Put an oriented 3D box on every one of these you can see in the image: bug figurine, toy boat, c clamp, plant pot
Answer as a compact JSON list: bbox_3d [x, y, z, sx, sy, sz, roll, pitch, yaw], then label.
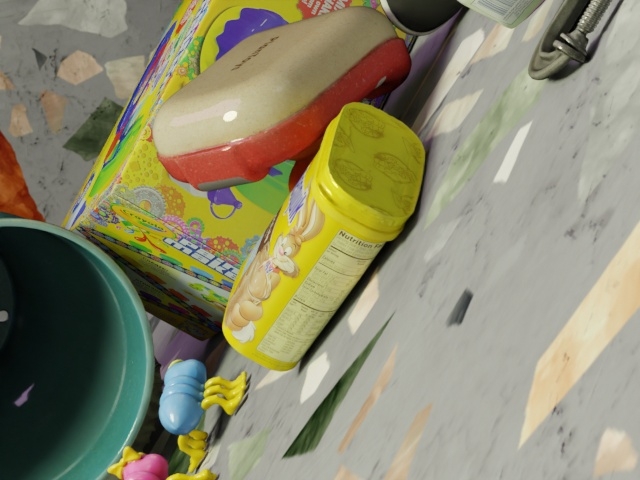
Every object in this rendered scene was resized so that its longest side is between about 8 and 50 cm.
[{"bbox_3d":[-0.160,0.222,1.582,0.279,0.072,0.216,-56,12,19],"label":"bug figurine"},{"bbox_3d":[-0.013,-0.085,1.541,0.151,0.151,0.231,-10,23,40],"label":"toy boat"},{"bbox_3d":[0.174,-0.163,1.187,0.160,0.022,0.137,-58,11,10],"label":"c clamp"},{"bbox_3d":[-0.317,0.091,1.748,0.271,0.272,0.255,-61,28,-2],"label":"plant pot"}]

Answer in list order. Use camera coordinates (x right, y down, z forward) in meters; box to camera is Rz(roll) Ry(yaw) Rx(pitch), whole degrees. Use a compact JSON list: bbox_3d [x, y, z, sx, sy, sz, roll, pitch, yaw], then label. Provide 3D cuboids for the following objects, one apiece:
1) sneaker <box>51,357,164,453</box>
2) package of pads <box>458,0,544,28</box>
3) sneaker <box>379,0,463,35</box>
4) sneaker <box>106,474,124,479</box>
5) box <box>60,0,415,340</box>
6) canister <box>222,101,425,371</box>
[{"bbox_3d":[-0.265,0.209,1.903,0.293,0.102,0.146,-59,32,6],"label":"sneaker"},{"bbox_3d":[0.186,-0.303,1.265,0.229,0.101,0.296,-48,12,50],"label":"package of pads"},{"bbox_3d":[0.118,-0.249,1.505,0.234,0.084,0.097,-55,14,26],"label":"sneaker"},{"bbox_3d":[-0.279,0.288,1.750,0.305,0.152,0.114,-61,10,-12],"label":"sneaker"},{"bbox_3d":[-0.080,-0.092,1.762,0.290,0.177,0.279,-64,12,-19],"label":"box"},{"bbox_3d":[0.000,0.000,1.430,0.170,0.073,0.126,-55,11,33],"label":"canister"}]
